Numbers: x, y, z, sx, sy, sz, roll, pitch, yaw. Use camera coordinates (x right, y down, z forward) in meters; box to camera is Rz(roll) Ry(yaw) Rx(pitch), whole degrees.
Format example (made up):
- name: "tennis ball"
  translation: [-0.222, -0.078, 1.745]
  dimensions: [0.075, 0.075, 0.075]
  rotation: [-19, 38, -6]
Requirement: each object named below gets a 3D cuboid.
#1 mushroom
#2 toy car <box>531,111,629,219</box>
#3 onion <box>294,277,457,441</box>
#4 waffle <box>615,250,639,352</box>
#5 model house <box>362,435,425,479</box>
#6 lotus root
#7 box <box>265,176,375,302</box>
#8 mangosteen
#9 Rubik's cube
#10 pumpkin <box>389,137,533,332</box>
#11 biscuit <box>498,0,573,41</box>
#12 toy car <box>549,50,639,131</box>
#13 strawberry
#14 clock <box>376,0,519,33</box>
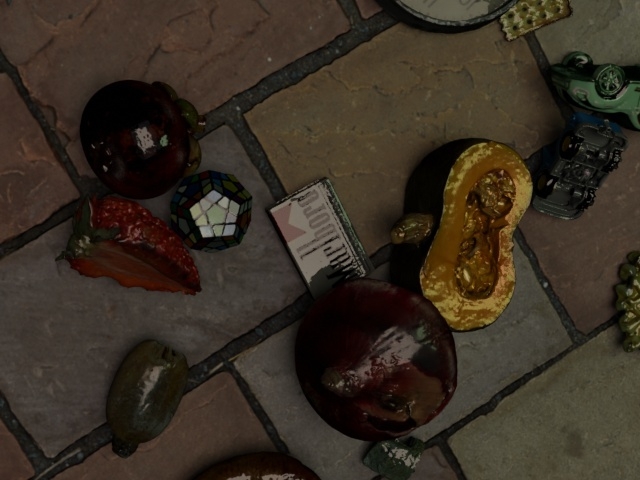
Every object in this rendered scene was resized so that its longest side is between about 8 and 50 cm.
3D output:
- name: "mushroom"
  translation: [-0.085, 0.466, 1.662]
  dimensions: [0.267, 0.254, 0.267]
  rotation: [2, 87, -39]
- name: "toy car"
  translation: [0.428, -0.134, 1.758]
  dimensions: [0.097, 0.100, 0.191]
  rotation: [16, 125, -14]
- name: "onion"
  translation: [0.074, 0.199, 1.626]
  dimensions: [0.272, 0.195, 0.272]
  rotation: [9, 113, 21]
- name: "waffle"
  translation: [0.624, 0.106, 1.858]
  dimensions: [0.214, 0.054, 0.208]
  rotation: [2, 92, -11]
- name: "model house"
  translation: [0.124, 0.361, 1.770]
  dimensions: [0.083, 0.066, 0.079]
  rotation: [28, 100, 3]
- name: "lotus root"
  translation: [-0.278, 0.250, 1.642]
  dimensions: [0.113, 0.088, 0.192]
  rotation: [24, 90, -21]
- name: "box"
  translation: [0.000, 0.000, 1.708]
  dimensions: [0.115, 0.036, 0.177]
  rotation: [-29, 102, -9]
- name: "mangosteen"
  translation: [-0.260, -0.157, 1.573]
  dimensions: [0.200, 0.200, 0.200]
  rotation: [-1, 96, -13]
- name: "Rubik's cube"
  translation: [-0.169, -0.044, 1.623]
  dimensions: [0.133, 0.133, 0.112]
  rotation: [-40, 130, -7]
- name: "pumpkin"
  translation: [0.211, -0.014, 1.705]
  dimensions: [0.222, 0.139, 0.317]
  rotation: [11, 94, -17]
- name: "biscuit"
  translation: [0.334, -0.447, 1.751]
  dimensions: [0.144, 0.016, 0.203]
  rotation: [-26, 101, -10]
- name: "toy car"
  translation: [0.533, -0.246, 1.763]
  dimensions: [0.306, 0.136, 0.125]
  rotation: [-3, 110, -13]
- name: "strawberry"
  translation: [-0.267, 0.004, 1.590]
  dimensions: [0.228, 0.174, 0.098]
  rotation: [19, 60, -22]
- name: "clock"
  translation: [0.210, -0.497, 1.678]
  dimensions: [0.325, 0.067, 0.325]
  rotation: [-1, 95, -9]
